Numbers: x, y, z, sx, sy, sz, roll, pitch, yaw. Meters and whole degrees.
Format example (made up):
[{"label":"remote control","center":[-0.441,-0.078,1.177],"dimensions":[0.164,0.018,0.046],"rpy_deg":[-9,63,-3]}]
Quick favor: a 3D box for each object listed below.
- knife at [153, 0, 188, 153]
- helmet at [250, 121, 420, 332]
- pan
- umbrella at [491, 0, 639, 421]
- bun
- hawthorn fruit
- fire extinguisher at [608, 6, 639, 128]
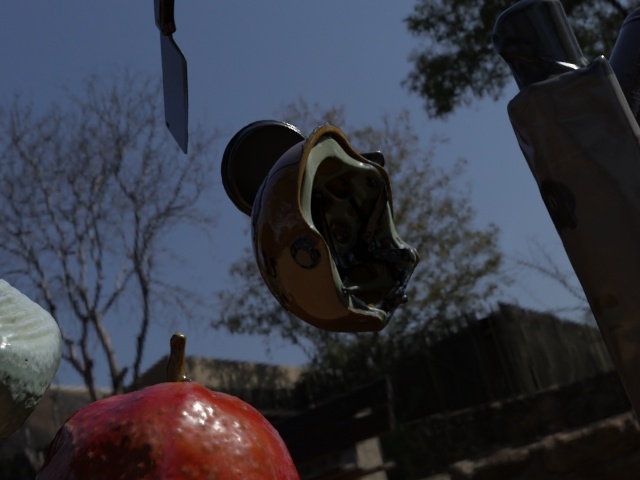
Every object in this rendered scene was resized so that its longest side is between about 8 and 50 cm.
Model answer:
[{"label":"knife","center":[-0.159,-0.197,1.041],"dimensions":[0.019,0.072,0.245],"rpy_deg":[-22,-36,-22]},{"label":"helmet","center":[0.000,0.000,1.016],"dimensions":[0.130,0.224,0.198],"rpy_deg":[-21,17,28]},{"label":"pan","center":[-0.017,-0.099,1.270],"dimensions":[0.235,0.136,0.028],"rpy_deg":[-8,0,-22]},{"label":"umbrella","center":[0.173,0.022,0.506],"dimensions":[0.067,0.337,0.073],"rpy_deg":[-21,-11,2]},{"label":"bun","center":[-0.488,0.121,1.147],"dimensions":[0.194,0.354,0.354],"rpy_deg":[-59,-27,2]},{"label":"hawthorn fruit","center":[-0.111,0.190,0.709],"dimensions":[0.205,0.253,0.205],"rpy_deg":[5,-30,3]},{"label":"fire extinguisher","center":[0.456,-0.226,1.316],"dimensions":[0.138,0.344,0.102],"rpy_deg":[37,-21,-30]}]
